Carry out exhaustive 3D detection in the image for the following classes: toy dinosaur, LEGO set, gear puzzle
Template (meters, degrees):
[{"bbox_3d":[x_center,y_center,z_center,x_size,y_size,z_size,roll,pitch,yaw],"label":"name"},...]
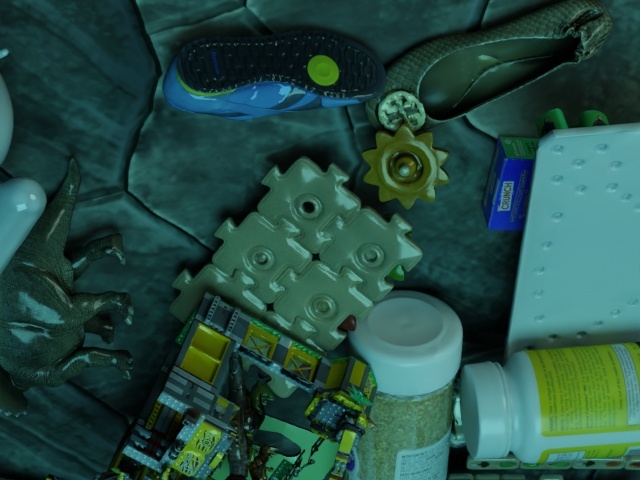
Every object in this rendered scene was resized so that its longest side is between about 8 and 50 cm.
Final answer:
[{"bbox_3d":[-0.273,0.070,1.593,0.160,0.121,0.313,-6,133,-21],"label":"toy dinosaur"},{"bbox_3d":[-0.105,0.231,1.614,0.255,0.192,0.331,37,125,-12],"label":"LEGO set"},{"bbox_3d":[0.000,0.000,1.604,0.175,0.044,0.339,38,118,-8],"label":"gear puzzle"}]

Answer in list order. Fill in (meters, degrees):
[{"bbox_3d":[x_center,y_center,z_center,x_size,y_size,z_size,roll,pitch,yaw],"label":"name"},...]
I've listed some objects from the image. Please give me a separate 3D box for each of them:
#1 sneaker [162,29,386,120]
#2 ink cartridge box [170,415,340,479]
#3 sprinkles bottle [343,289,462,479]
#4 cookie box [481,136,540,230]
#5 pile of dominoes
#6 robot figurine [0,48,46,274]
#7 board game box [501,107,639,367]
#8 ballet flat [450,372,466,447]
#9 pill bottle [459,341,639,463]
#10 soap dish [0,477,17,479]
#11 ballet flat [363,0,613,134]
[{"bbox_3d":[-0.045,-0.149,1.505,0.209,0.069,0.082,-2,160,-17],"label":"sneaker"},{"bbox_3d":[-0.095,0.304,1.837,0.171,0.056,0.235,23,122,-23],"label":"ink cartridge box"},{"bbox_3d":[0.084,0.225,1.760,0.121,0.121,0.355,-3,127,-6],"label":"sprinkles bottle"},{"bbox_3d":[0.225,-0.056,1.620,0.107,0.040,0.092,2,128,-11],"label":"cookie box"},{"bbox_3d":[0.269,0.297,1.832,0.251,0.040,0.196,0,150,1],"label":"pile of dominoes"},{"bbox_3d":[-0.398,-0.061,1.423,0.300,0.200,0.353,23,120,-16],"label":"robot figurine"},{"bbox_3d":[0.388,-0.002,1.632,0.390,0.050,0.390,-5,140,-5],"label":"board game box"},{"bbox_3d":[0.154,0.201,1.805,0.041,0.041,0.114,-7,128,-3],"label":"ballet flat"},{"bbox_3d":[0.257,0.171,1.679,0.208,0.119,0.119,-4,127,-7],"label":"pill bottle"},{"bbox_3d":[-0.438,0.363,1.788,0.291,0.118,0.229,13,124,-16],"label":"soap dish"},{"bbox_3d":[0.159,-0.161,1.520,0.250,0.058,0.084,-21,126,8],"label":"ballet flat"}]
